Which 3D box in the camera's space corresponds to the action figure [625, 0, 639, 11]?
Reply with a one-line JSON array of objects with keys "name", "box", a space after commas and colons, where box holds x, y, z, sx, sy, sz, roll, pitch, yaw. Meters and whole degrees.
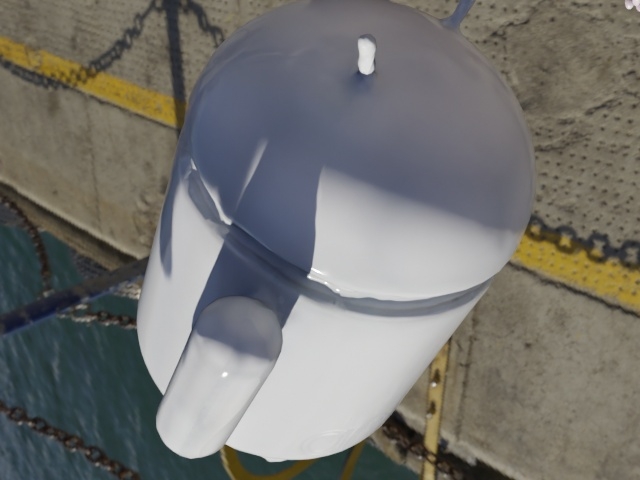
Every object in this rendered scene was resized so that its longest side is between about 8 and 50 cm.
[{"name": "action figure", "box": [0.153, -0.327, 0.554, 0.370, 0.248, 0.276, 5, 90, 29]}]

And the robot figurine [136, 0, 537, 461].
[{"name": "robot figurine", "box": [0.000, 0.000, 0.482, 0.199, 0.300, 0.353, 29, 135, 3]}]
